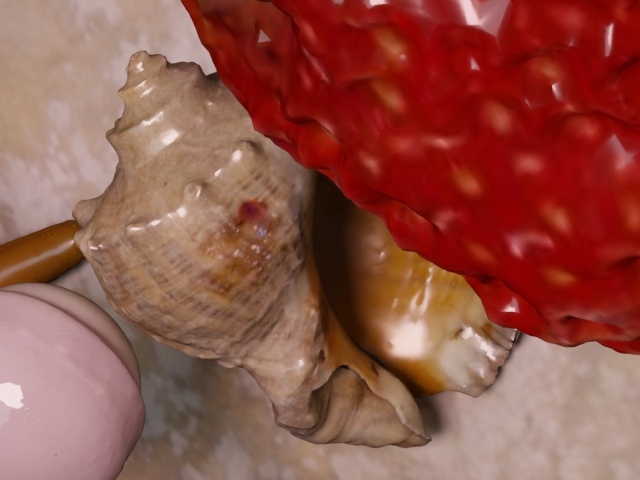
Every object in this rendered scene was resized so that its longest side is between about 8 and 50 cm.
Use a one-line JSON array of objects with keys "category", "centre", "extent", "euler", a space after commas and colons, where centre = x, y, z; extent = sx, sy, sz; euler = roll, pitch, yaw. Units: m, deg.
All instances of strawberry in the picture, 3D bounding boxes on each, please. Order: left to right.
[{"category": "strawberry", "centre": [0.106, -0.095, 0.632], "extent": [0.292, 0.310, 0.292], "euler": [8, 104, 33]}]

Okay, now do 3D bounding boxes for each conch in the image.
[{"category": "conch", "centre": [0.000, 0.000, 0.842], "extent": [0.178, 0.163, 0.245], "euler": [-19, 121, 27]}]

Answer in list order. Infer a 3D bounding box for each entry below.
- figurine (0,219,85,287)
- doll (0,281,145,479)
[{"category": "figurine", "centre": [-0.232, 0.192, 1.015], "extent": [0.401, 0.268, 0.387], "euler": [-5, 84, 4]}, {"category": "doll", "centre": [-0.066, 0.132, 0.855], "extent": [0.365, 0.094, 0.160], "euler": [37, 145, -14]}]
